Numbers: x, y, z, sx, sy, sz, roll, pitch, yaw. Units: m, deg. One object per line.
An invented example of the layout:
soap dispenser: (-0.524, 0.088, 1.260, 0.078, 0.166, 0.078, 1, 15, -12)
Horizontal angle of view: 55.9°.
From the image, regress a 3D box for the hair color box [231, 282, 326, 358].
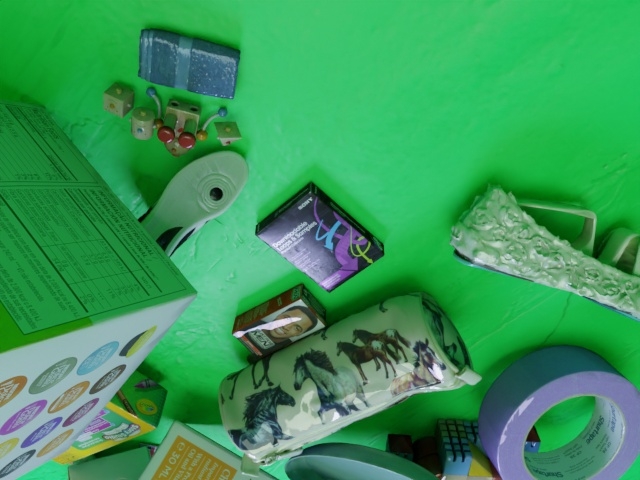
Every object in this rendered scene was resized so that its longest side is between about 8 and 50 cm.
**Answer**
hair color box: (-0.068, 0.134, 0.990, 0.141, 0.043, 0.072, -29, 118, 21)

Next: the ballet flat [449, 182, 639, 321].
ballet flat: (0.382, 0.028, 0.857, 0.409, 0.147, 0.147, 19, 126, -15)

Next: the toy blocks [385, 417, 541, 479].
toy blocks: (0.272, 0.472, 1.199, 0.381, 0.191, 0.261, 3, 117, -1)

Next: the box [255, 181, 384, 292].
box: (0.000, 0.000, 0.894, 0.116, 0.029, 0.162, -37, 119, 26)

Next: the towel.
towel: (-0.157, -0.213, 0.724, 0.119, 0.029, 0.067, 12, 128, -8)

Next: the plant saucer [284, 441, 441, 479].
plant saucer: (0.093, 0.429, 1.054, 0.317, 0.043, 0.317, 13, 142, 10)

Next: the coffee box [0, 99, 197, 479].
coffee box: (-0.416, 0.073, 0.655, 0.338, 0.334, 0.337, 47, 112, 12)

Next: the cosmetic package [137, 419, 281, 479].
cosmetic package: (-0.128, 0.540, 1.091, 0.453, 0.230, 0.161, 30, 159, 1)

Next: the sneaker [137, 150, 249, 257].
sneaker: (-0.197, -0.045, 0.834, 0.217, 0.121, 0.079, -45, 108, -9)

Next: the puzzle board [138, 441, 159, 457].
puzzle board: (-0.347, 0.477, 1.289, 0.096, 0.011, 0.128, 14, 128, -11)

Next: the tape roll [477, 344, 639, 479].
tape roll: (0.421, 0.325, 1.057, 0.275, 0.090, 0.275, -3, 110, -9)

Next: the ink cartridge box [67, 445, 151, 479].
ink cartridge box: (-0.424, 0.535, 1.238, 0.160, 0.092, 0.219, -8, 132, -26)

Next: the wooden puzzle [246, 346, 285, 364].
wooden puzzle: (-0.088, 0.219, 1.080, 0.078, 0.014, 0.116, -12, 128, 4)

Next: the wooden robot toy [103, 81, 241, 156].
wooden robot toy: (-0.190, -0.133, 0.766, 0.173, 0.076, 0.079, 14, 138, -10)

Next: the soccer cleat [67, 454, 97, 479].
soccer cleat: (-0.485, 0.472, 1.259, 0.076, 0.068, 0.196, -5, 129, -29)

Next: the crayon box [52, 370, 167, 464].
crayon box: (-0.436, 0.306, 1.088, 0.278, 0.081, 0.165, -27, 126, 26)

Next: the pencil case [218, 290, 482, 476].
pencil case: (0.039, 0.226, 0.968, 0.410, 0.183, 0.160, -27, 147, 17)
